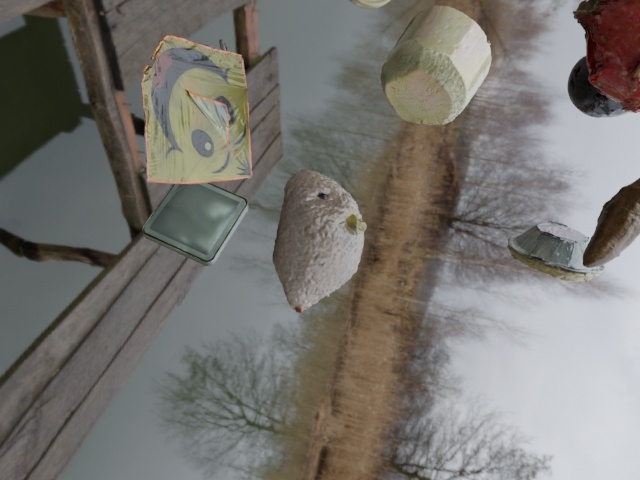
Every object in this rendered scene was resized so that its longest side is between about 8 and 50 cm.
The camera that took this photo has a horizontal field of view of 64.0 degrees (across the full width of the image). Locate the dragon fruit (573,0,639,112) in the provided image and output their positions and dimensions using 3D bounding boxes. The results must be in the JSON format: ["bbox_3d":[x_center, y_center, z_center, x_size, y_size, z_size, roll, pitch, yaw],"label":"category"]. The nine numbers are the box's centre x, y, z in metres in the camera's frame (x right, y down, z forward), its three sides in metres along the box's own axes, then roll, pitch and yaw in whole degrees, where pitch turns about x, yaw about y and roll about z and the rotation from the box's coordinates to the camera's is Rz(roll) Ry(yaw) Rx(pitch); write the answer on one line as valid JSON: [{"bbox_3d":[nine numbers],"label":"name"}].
[{"bbox_3d":[0.506,-0.301,0.778,0.210,0.268,0.205,-34,158,-34],"label":"dragon fruit"}]

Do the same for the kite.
[{"bbox_3d":[-0.224,-0.235,1.013,0.328,0.013,0.378,53,48,-43],"label":"kite"}]

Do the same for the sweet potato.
[{"bbox_3d":[0.638,-0.070,1.027,0.341,0.092,0.114,-41,-169,4],"label":"sweet potato"}]

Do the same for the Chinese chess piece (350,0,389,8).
[{"bbox_3d":[0.183,-0.984,1.871,0.103,0.249,0.250,-123,-144,-59],"label":"Chinese chess piece"}]

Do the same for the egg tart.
[{"bbox_3d":[0.583,0.017,1.262,0.234,0.233,0.095,-51,152,-66],"label":"egg tart"}]

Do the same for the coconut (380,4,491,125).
[{"bbox_3d":[0.284,-0.425,1.242,0.244,0.239,0.239,-58,161,-22],"label":"coconut"}]

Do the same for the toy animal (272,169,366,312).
[{"bbox_3d":[-0.001,0.007,1.291,0.188,0.226,0.359,-176,-84,-82],"label":"toy animal"}]

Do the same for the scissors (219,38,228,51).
[{"bbox_3d":[-0.268,-0.478,1.523,0.109,0.022,0.300,-40,-121,51],"label":"scissors"}]

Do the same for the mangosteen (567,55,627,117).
[{"bbox_3d":[0.815,-0.473,1.440,0.211,0.211,0.250,60,44,-73],"label":"mangosteen"}]

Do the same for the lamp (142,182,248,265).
[{"bbox_3d":[-0.410,-0.075,1.690,0.047,0.268,0.267,97,19,-62],"label":"lamp"}]
